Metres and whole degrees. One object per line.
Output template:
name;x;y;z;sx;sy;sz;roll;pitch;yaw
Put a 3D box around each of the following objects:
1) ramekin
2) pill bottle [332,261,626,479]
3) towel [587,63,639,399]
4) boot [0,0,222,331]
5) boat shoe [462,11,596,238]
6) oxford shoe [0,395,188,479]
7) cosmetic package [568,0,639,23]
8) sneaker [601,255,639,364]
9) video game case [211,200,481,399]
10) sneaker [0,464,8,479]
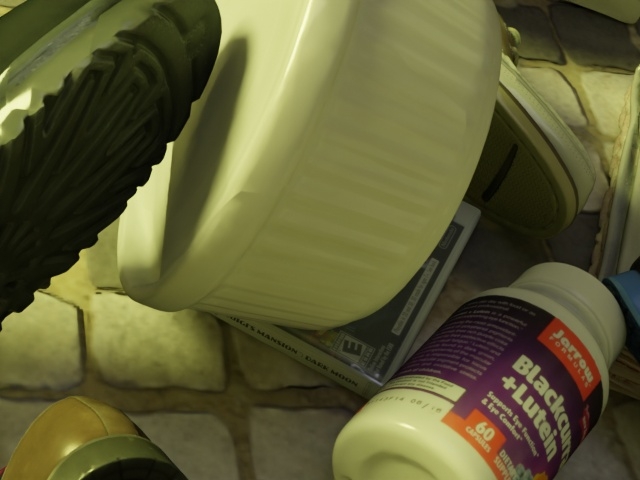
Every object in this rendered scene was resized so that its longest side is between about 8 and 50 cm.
ramekin;-0.008;-0.073;0.784;0.127;0.273;0.272;21;44;-21
pill bottle;0.102;0.094;0.801;0.108;0.108;0.193;37;47;14
towel;0.356;0.025;1.004;0.317;0.053;0.331;22;46;-1
boot;-0.330;-0.113;0.725;0.445;0.146;0.367;38;76;17
boat shoe;0.097;-0.128;1.001;0.103;0.113;0.302;-29;63;-32
oxford shoe;-0.120;0.172;0.595;0.083;0.227;0.096;14;14;-34
cosmetic package;0.242;-0.319;1.204;0.151;0.151;0.183;19;46;-4
sneaker;0.267;0.101;0.835;0.090;0.081;0.232;-28;79;-5
video game case;0.000;0.000;0.909;0.173;0.022;0.190;28;46;6
sneaker;-0.044;0.202;0.645;0.299;0.112;0.121;37;47;15
